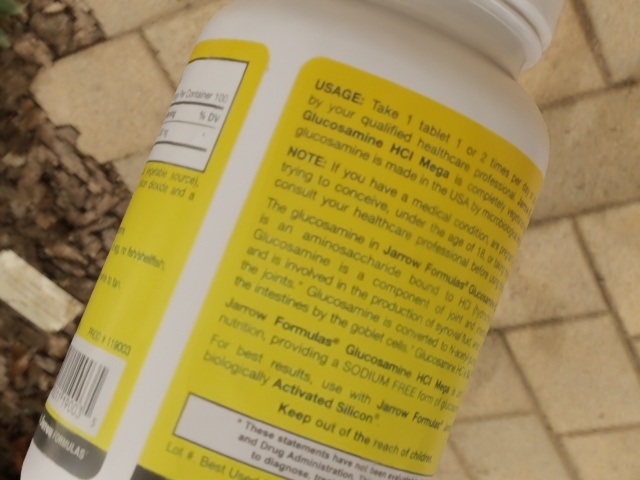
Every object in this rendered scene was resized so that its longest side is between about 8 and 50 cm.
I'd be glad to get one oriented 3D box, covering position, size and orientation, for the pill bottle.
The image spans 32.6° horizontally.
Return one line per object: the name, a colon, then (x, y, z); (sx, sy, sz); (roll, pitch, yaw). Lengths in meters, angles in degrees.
pill bottle: (0.000, 0.000, 0.544); (0.188, 0.333, 0.188); (22, 175, 2)
